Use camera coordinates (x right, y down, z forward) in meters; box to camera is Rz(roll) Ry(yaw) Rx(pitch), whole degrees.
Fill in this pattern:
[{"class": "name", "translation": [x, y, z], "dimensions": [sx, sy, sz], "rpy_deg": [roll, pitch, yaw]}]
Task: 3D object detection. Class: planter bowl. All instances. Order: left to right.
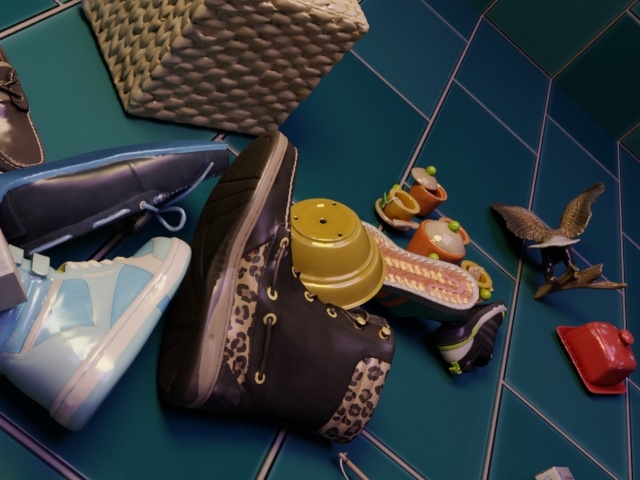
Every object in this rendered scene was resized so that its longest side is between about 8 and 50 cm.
[{"class": "planter bowl", "translation": [0.000, 0.000, 1.201], "dimensions": [0.217, 0.090, 0.217], "rpy_deg": [5, 41, -5]}]

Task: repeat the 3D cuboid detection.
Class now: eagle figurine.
[{"class": "eagle figurine", "translation": [0.517, -0.015, 1.766], "dimensions": [0.227, 0.225, 0.298], "rpy_deg": [15, 54, -22]}]

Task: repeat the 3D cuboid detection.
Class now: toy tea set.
[{"class": "toy tea set", "translation": [0.222, -0.039, 1.493], "dimensions": [0.200, 0.124, 0.336], "rpy_deg": [15, 36, -32]}]

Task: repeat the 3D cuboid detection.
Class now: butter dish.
[{"class": "butter dish", "translation": [0.595, 0.226, 1.645], "dimensions": [0.160, 0.118, 0.159], "rpy_deg": [10, 47, -40]}]

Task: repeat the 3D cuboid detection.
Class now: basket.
[{"class": "basket", "translation": [-0.159, -0.379, 1.304], "dimensions": [0.331, 0.328, 0.266], "rpy_deg": [5, 53, -44]}]

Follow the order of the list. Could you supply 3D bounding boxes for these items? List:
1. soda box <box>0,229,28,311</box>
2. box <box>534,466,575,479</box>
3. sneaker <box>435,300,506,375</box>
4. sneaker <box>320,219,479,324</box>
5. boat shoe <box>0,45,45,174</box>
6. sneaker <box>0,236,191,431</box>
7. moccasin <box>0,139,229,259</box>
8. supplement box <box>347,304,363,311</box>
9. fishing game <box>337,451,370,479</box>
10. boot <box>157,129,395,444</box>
[{"class": "soda box", "translation": [-0.394, 0.056, 0.737], "dimensions": [0.216, 0.074, 0.069], "rpy_deg": [-21, 68, -18]}, {"class": "box", "translation": [0.413, 0.451, 1.251], "dimensions": [0.145, 0.038, 0.186], "rpy_deg": [31, 28, -60]}, {"class": "sneaker", "translation": [0.271, 0.177, 1.418], "dimensions": [0.235, 0.084, 0.097], "rpy_deg": [-21, 95, -52]}, {"class": "sneaker", "translation": [0.106, 0.064, 1.332], "dimensions": [0.302, 0.121, 0.108], "rpy_deg": [25, 57, 2]}, {"class": "boat shoe", "translation": [-0.437, -0.199, 1.029], "dimensions": [0.103, 0.092, 0.285], "rpy_deg": [-11, 63, -52]}, {"class": "sneaker", "translation": [-0.283, 0.048, 0.913], "dimensions": [0.208, 0.127, 0.319], "rpy_deg": [33, 29, -8]}, {"class": "moccasin", "translation": [-0.270, -0.060, 1.045], "dimensions": [0.342, 0.138, 0.116], "rpy_deg": [-18, 108, -36]}, {"class": "supplement box", "translation": [0.016, 0.110, 1.215], "dimensions": [0.083, 0.056, 0.083], "rpy_deg": [31, 36, -21]}, {"class": "fishing game", "translation": [0.033, 0.389, 0.959], "dimensions": [0.189, 0.041, 0.264], "rpy_deg": [47, 37, 2]}, {"class": "boot", "translation": [-0.033, 0.072, 1.058], "dimensions": [0.284, 0.138, 0.377], "rpy_deg": [27, 64, -29]}]
